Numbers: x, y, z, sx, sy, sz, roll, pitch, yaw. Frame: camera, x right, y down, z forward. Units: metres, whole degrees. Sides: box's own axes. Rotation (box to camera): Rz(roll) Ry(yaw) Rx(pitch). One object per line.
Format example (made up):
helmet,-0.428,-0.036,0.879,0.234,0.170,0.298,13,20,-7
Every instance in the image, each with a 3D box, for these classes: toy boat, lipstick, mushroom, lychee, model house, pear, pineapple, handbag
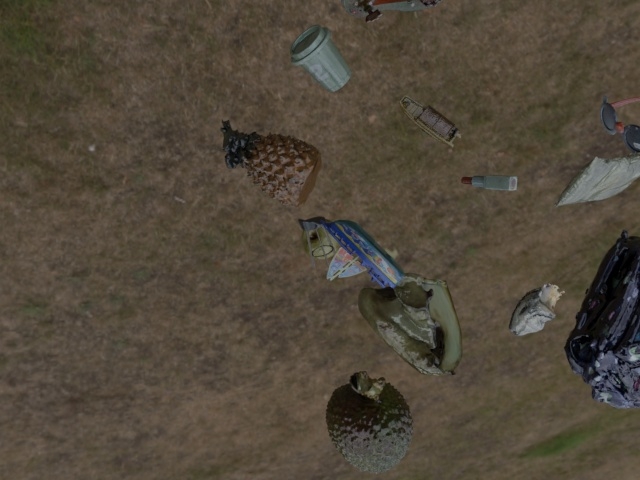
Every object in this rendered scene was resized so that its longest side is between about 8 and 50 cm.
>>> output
toy boat,0.054,0.034,1.016,0.110,0.175,0.091,-44,179,9
lipstick,0.351,-0.125,1.228,0.030,0.030,0.129,-8,-168,-41
mushroom,0.197,0.192,1.265,0.212,0.217,0.292,-10,168,12
lychee,0.144,0.536,1.720,0.270,0.319,0.270,3,179,0
model house,0.211,-0.627,1.409,0.294,0.153,0.206,-11,137,-11
pear,0.004,-0.003,2.283,0.167,0.167,0.137,-30,151,18
toy boat,0.348,-0.385,1.835,0.068,0.226,0.088,-52,180,-12
pineapple,-0.183,-0.260,1.813,0.358,0.222,0.222,27,140,7
handbag,0.458,0.117,0.857,0.162,0.260,0.113,43,160,-28

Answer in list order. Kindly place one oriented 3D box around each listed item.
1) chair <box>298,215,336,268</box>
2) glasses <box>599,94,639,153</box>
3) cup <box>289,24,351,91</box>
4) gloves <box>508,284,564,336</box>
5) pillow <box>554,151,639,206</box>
chair,-0.001,0.001,2.049,0.095,0.104,0.221,-40,122,-32
glasses,0.990,-0.369,1.701,0.269,0.234,0.118,-21,134,-5
cup,0.004,-0.439,1.412,0.120,0.120,0.141,-32,128,20
gloves,0.500,0.162,1.365,0.070,0.114,0.153,28,149,6
pillow,0.661,-0.144,1.351,0.230,0.050,0.148,-7,138,-30
